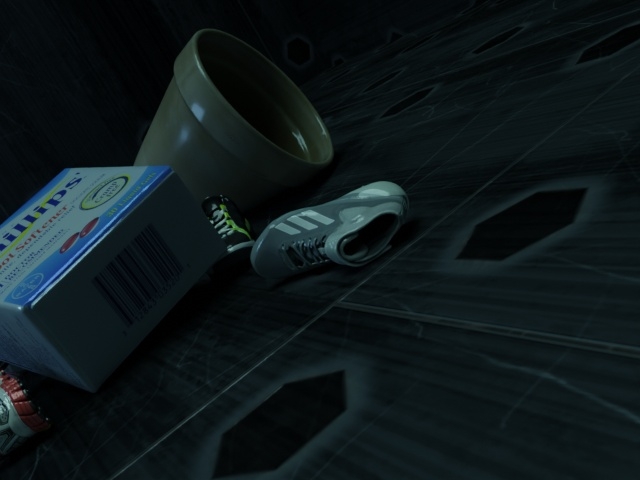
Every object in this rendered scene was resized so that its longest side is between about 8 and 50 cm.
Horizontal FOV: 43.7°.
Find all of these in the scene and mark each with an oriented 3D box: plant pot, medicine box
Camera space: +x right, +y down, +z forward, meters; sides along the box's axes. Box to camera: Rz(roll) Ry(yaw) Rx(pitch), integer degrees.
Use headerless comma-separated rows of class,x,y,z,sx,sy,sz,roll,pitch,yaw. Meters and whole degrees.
plant pot,-0.182,-0.164,1.436,0.280,0.323,0.323,-43,8,23
medicine box,-0.324,0.037,1.070,0.289,0.149,0.263,4,45,44

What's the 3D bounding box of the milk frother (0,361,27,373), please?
milk frother,-0.487,0.166,1.210,0.129,0.135,0.143,19,53,22

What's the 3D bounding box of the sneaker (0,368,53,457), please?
sneaker,-0.400,0.206,0.956,0.092,0.088,0.225,-39,16,-26

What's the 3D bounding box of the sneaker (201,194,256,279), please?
sneaker,-0.152,-0.015,1.184,0.084,0.097,0.235,-31,14,0

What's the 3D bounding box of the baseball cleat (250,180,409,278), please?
baseball cleat,0.000,0.000,0.875,0.205,0.072,0.109,-29,20,23

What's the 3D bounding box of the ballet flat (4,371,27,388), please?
ballet flat,-0.504,0.236,1.127,0.221,0.077,0.079,-21,-2,18
